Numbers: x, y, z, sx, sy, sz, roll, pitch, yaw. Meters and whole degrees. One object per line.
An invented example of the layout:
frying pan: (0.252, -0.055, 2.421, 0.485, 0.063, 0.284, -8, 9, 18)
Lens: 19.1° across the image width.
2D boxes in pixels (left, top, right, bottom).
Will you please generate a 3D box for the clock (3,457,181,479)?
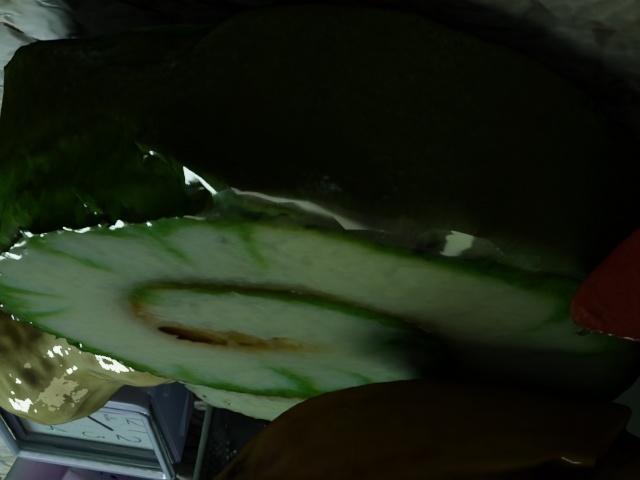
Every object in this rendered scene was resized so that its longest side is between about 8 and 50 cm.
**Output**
clock: (-0.136, 0.254, 1.655, 0.227, 0.090, 0.248, 40, 164, -35)

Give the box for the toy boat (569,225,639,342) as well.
toy boat: (0.298, -0.026, 0.838, 0.392, 0.136, 0.079, -19, 179, 28)

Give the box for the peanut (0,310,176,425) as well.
peanut: (-0.154, 0.062, 1.270, 0.236, 0.120, 0.110, -7, 119, 47)

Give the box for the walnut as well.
walnut: (0.076, 0.171, 1.012, 0.336, 0.209, 0.209, 12, 158, -16)

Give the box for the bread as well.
bread: (0.000, 0.000, 1.048, 0.366, 0.129, 0.382, 9, 158, -4)

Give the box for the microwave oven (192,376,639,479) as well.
microwave oven: (0.086, 0.168, 1.341, 0.295, 0.181, 0.237, -7, 153, 37)

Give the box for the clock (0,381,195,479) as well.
clock: (-0.179, 0.119, 1.479, 0.144, 0.073, 0.193, 8, 157, 7)
